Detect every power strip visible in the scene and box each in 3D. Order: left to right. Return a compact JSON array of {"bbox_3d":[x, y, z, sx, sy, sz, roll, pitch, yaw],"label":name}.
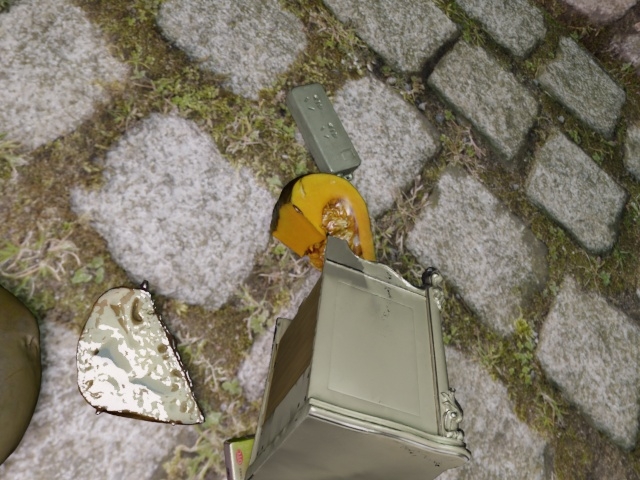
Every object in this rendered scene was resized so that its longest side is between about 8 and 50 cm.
[{"bbox_3d":[0.015,-0.236,1.069,0.093,0.053,0.288,-22,79,-28],"label":"power strip"}]

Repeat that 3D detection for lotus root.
[{"bbox_3d":[-0.310,0.206,0.754,0.170,0.074,0.261,-16,79,-26],"label":"lotus root"}]

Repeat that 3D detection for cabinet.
[{"bbox_3d":[0.050,0.215,0.734,0.227,0.290,0.318,19,42,-11],"label":"cabinet"}]

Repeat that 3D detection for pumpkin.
[{"bbox_3d":[0.000,0.000,0.924,0.189,0.139,0.281,4,66,-25],"label":"pumpkin"}]

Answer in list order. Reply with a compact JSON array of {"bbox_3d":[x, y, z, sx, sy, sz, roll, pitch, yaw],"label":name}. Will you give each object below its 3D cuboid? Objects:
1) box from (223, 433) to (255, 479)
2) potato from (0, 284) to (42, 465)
[{"bbox_3d":[-0.060,0.460,0.768,0.175,0.062,0.261,-3,73,-24],"label":"box"},{"bbox_3d":[-0.508,0.194,0.590,0.242,0.221,0.327,12,62,-16],"label":"potato"}]
